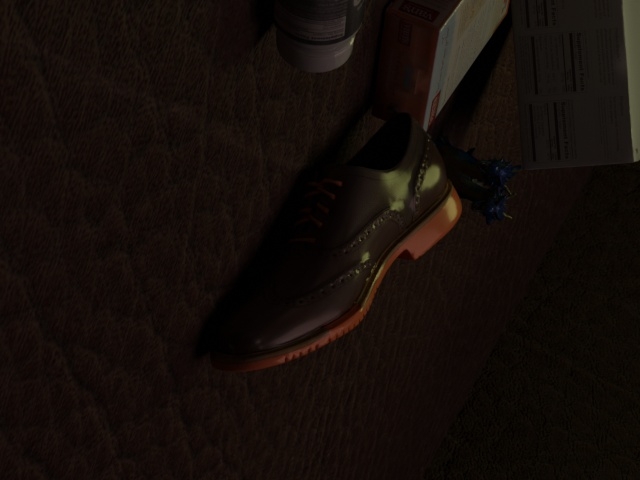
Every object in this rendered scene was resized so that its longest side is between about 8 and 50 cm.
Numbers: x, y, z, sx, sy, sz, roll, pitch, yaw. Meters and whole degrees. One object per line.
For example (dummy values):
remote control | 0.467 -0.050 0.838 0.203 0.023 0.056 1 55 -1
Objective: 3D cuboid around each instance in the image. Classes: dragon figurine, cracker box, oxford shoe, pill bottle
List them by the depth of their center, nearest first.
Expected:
pill bottle | -0.001 -0.204 1.486 0.078 0.078 0.137 -56 164 -32
oxford shoe | 0.000 0.000 1.839 0.363 0.130 0.133 -44 123 -41
cracker box | 0.137 -0.244 1.958 0.232 0.067 0.156 -55 163 -38
dragon figurine | 0.196 -0.072 2.308 0.085 0.144 0.289 -66 166 4

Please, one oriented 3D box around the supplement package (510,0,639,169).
supplement package | 0.338 -0.230 2.355 0.204 0.145 0.262 -20 106 -71
